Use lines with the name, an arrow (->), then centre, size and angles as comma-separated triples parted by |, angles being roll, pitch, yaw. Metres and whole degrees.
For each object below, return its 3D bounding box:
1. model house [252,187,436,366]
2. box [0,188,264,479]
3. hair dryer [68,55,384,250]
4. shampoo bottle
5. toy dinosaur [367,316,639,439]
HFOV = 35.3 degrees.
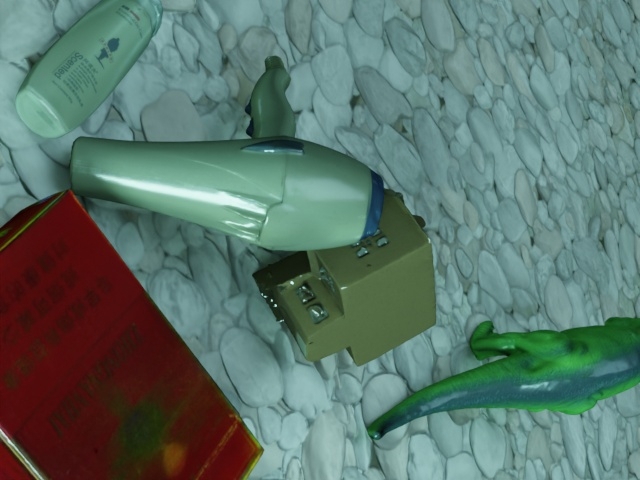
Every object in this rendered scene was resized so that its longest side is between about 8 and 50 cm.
model house -> 0.000, 0.000, 1.135 | 0.248, 0.176, 0.181 | 57, -12, 36
box -> -0.202, 0.141, 0.861 | 0.313, 0.089, 0.197 | 56, 40, -18
hair dryer -> -0.115, -0.095, 1.015 | 0.296, 0.119, 0.298 | -6, 42, -27
shampoo bottle -> -0.223, -0.182, 0.990 | 0.072, 0.049, 0.212 | 47, 45, -22
toy dinosaur -> 0.332, 0.185, 1.266 | 0.500, 0.374, 0.144 | -20, 100, -54
